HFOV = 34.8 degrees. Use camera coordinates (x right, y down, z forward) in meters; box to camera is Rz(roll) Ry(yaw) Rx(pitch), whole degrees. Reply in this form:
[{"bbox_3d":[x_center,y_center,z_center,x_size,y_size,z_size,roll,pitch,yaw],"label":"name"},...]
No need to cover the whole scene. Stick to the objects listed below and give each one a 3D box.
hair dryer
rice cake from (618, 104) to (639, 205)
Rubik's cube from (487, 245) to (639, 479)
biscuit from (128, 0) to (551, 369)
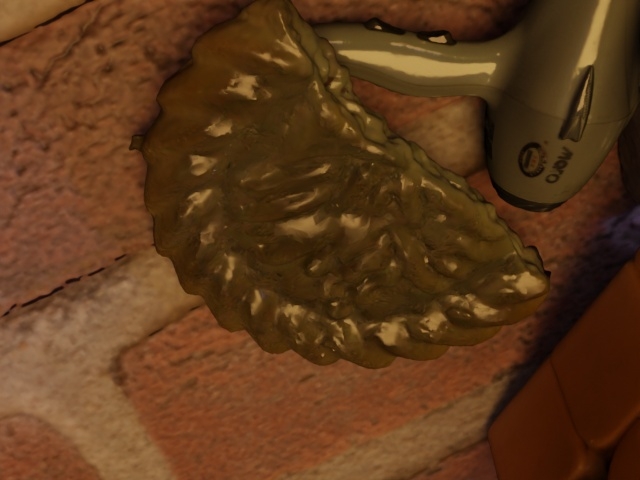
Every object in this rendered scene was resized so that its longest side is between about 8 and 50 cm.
[{"bbox_3d":[0.098,-0.137,0.555,0.225,0.088,0.219,25,122,-16],"label":"hair dryer"},{"bbox_3d":[0.201,-0.186,0.570,0.064,0.070,0.399,-16,118,-9],"label":"rice cake"},{"bbox_3d":[0.311,0.168,0.598,0.290,0.291,0.292,13,130,-19],"label":"Rubik's cube"},{"bbox_3d":[0.000,0.000,0.605,0.187,0.036,0.273,-38,120,26],"label":"biscuit"}]
